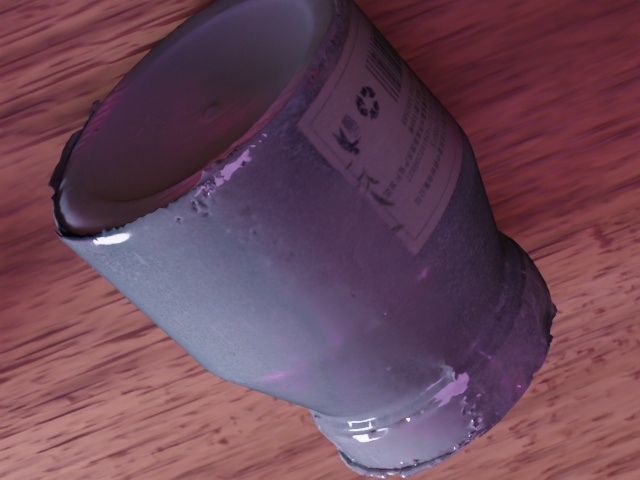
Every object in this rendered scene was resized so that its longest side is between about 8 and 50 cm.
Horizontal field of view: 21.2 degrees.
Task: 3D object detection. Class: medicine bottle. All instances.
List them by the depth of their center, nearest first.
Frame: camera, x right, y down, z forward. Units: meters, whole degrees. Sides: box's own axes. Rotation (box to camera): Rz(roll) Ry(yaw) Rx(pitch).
[{"bbox_3d":[0.000,0.000,1.156,0.245,0.245,0.290,-36,118,10],"label":"medicine bottle"}]
